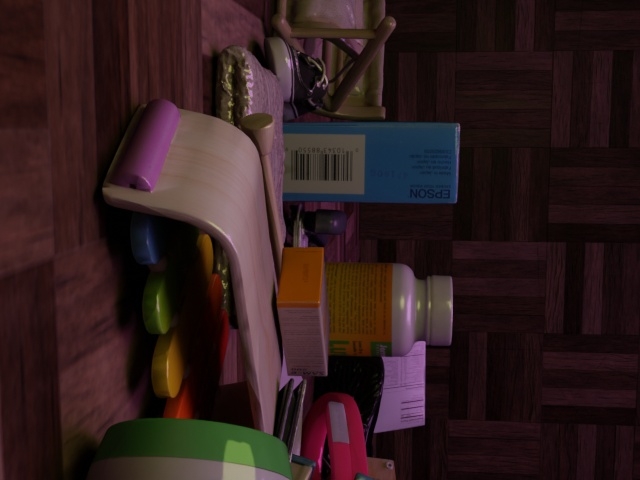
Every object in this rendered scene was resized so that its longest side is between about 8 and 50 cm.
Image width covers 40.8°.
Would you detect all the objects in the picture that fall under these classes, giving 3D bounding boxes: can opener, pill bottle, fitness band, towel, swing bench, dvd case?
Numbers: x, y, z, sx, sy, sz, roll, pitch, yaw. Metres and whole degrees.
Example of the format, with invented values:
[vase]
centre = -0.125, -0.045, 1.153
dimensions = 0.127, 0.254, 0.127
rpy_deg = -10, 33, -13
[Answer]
[can opener]
centre = 0.000, 0.000, 1.328
dimensions = 0.283, 0.095, 0.076
rpy_deg = 50, 41, -80
[pill bottle]
centre = 0.066, 0.100, 1.249
dimensions = 0.136, 0.246, 0.136
rpy_deg = 1, 90, -84
[fitness band]
centre = 0.013, 0.368, 1.313
dimensions = 0.291, 0.054, 0.209
rpy_deg = -94, -160, -45
[towel]
centre = -0.070, -0.049, 0.890
dimensions = 0.187, 0.049, 0.282
rpy_deg = -23, 113, -84
[swing bench]
centre = 0.022, -0.338, 1.214
dimensions = 0.254, 0.165, 0.253
rpy_deg = 90, 2, -70
[dvd case]
centre = -0.058, 0.225, 0.757
dimensions = 0.221, 0.018, 0.164
rpy_deg = 121, -17, -63

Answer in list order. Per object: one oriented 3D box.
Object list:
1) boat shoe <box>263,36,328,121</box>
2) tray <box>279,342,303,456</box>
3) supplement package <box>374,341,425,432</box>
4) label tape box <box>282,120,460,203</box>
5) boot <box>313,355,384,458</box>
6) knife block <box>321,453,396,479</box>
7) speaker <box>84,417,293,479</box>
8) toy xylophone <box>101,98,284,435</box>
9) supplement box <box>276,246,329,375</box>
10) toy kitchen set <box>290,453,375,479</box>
[boat shoe]
centre = -0.028, -0.206, 1.077
dimensions = 0.219, 0.070, 0.077
rpy_deg = 69, 9, -86
[tray]
centre = -0.054, 0.234, 1.163
dimensions = 0.270, 0.030, 0.145
rpy_deg = 76, 16, -68
[supplement package]
centre = 0.124, 0.305, 1.943
dimensions = 0.194, 0.149, 0.203
rpy_deg = 7, -82, 62
[label tape box]
centre = 0.075, -0.121, 1.283
dimensions = 0.348, 0.249, 0.115
rpy_deg = -41, 131, -82
[boot]
centre = 0.062, 0.402, 1.770
dimensions = 0.260, 0.131, 0.348
rpy_deg = 64, 37, -61
[knife block]
centre = 0.041, 0.465, 1.393
dimensions = 0.242, 0.088, 0.275
rpy_deg = 117, -23, -43
[speaker]
centre = -0.082, 0.252, 0.450
dimensions = 0.131, 0.131, 0.296
rpy_deg = 78, 14, -64
[toy xylophone]
centre = -0.078, 0.041, 0.663
dimensions = 0.236, 0.081, 0.322
rpy_deg = -81, 170, -60
[supplement box]
centre = -0.013, 0.060, 0.717
dimensions = 0.062, 0.036, 0.098
rpy_deg = -86, 173, -45
[toy kitchen set]
centre = -0.016, 0.299, 0.987
dimensions = 0.207, 0.166, 0.122
rpy_deg = 102, 6, -50
